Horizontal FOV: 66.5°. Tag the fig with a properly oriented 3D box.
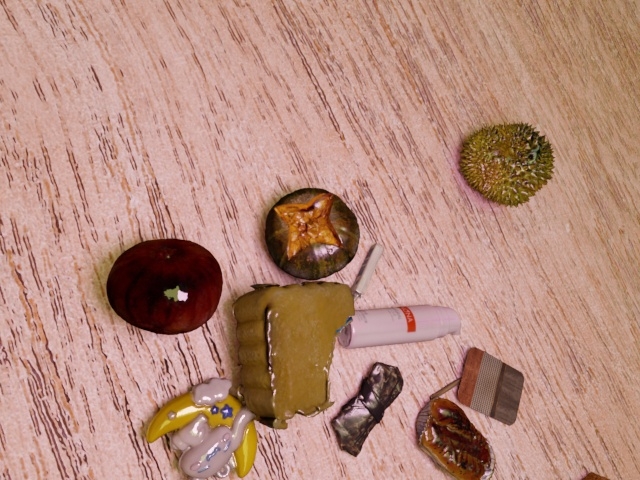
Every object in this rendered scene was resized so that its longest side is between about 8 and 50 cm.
[{"bbox_3d":[-0.324,0.104,1.033,0.235,0.235,0.214,27,108,-16],"label":"fig"}]

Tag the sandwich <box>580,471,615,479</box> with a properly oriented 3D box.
[{"bbox_3d":[0.749,0.862,1.404,0.301,0.099,0.271,-11,85,-26],"label":"sandwich"}]

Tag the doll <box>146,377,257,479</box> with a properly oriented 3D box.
[{"bbox_3d":[-0.243,0.435,1.057,0.252,0.111,0.237,-35,96,-34],"label":"doll"}]

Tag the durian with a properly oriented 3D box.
[{"bbox_3d":[0.570,-0.228,1.466,0.292,0.225,0.290,2,82,-17],"label":"durian"}]

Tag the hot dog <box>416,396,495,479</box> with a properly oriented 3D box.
[{"bbox_3d":[0.366,0.543,1.308,0.270,0.082,0.162,45,62,-11],"label":"hot dog"}]

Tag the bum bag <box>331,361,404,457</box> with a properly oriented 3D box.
[{"bbox_3d":[0.121,0.418,1.238,0.102,0.069,0.248,49,67,-25],"label":"bum bag"}]

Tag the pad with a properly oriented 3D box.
[{"bbox_3d":[0.540,0.353,1.419,0.250,0.055,0.323,29,89,-23],"label":"pad"}]

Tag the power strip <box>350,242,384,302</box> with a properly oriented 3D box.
[{"bbox_3d":[0.123,0.087,1.313,0.030,0.047,0.191,32,69,-10],"label":"power strip"}]

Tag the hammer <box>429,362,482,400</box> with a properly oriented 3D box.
[{"bbox_3d":[0.379,0.402,1.379,0.182,0.017,0.062,-21,88,-24],"label":"hammer"}]

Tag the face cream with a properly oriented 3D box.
[{"bbox_3d":[0.219,0.225,1.298,0.346,0.102,0.101,-2,81,-23],"label":"face cream"}]

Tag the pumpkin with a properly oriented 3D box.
[{"bbox_3d":[-0.022,-0.013,1.200,0.238,0.159,0.237,-3,69,9],"label":"pumpkin"}]

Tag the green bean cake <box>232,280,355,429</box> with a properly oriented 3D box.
[{"bbox_3d":[-0.059,0.250,1.127,0.285,0.202,0.309,4,79,-41],"label":"green bean cake"}]
